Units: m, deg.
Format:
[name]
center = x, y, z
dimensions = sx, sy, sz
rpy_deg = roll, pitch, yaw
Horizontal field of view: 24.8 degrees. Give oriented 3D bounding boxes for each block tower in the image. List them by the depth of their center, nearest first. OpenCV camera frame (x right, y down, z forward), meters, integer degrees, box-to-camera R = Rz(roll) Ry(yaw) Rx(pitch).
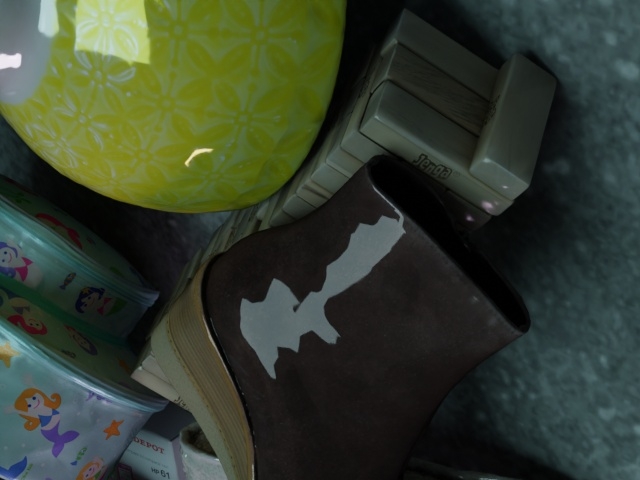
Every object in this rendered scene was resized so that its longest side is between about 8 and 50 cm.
[block tower]
center = 0.000, 0.000, 0.870
dimensions = 0.097, 0.091, 0.335
rpy_deg = 32, 138, -14

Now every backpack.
[backpack]
center = -0.225, 0.064, 1.019
dimensions = 0.253, 0.191, 0.225
rpy_deg = 41, -179, 30

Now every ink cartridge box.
[ink cartridge box]
center = -0.125, 0.179, 1.144
dimensions = 0.088, 0.052, 0.122
rpy_deg = 16, 124, 35

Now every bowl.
[bowl]
center = -0.130, -0.146, 0.803
dimensions = 0.289, 0.156, 0.290
rpy_deg = 20, 115, 51

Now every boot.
[boot]
center = 0.035, 0.094, 0.791
dimensions = 0.207, 0.090, 0.248
rpy_deg = -33, 99, 38

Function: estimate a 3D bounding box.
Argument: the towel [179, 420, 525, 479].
[towel]
center = 0.044, 0.220, 0.958
dimensions = 0.282, 0.049, 0.187
rpy_deg = 9, 126, 18
